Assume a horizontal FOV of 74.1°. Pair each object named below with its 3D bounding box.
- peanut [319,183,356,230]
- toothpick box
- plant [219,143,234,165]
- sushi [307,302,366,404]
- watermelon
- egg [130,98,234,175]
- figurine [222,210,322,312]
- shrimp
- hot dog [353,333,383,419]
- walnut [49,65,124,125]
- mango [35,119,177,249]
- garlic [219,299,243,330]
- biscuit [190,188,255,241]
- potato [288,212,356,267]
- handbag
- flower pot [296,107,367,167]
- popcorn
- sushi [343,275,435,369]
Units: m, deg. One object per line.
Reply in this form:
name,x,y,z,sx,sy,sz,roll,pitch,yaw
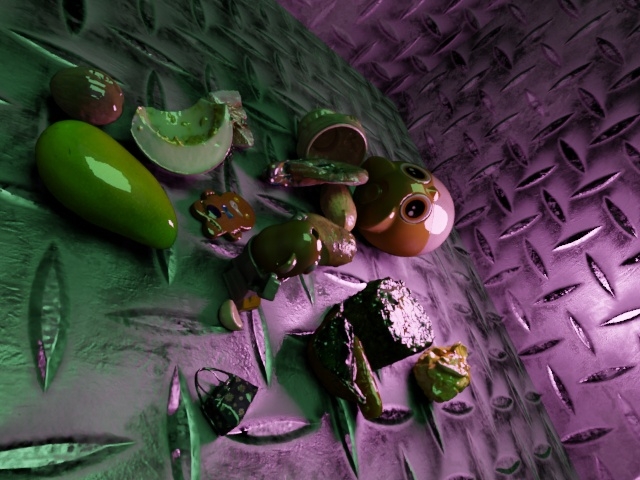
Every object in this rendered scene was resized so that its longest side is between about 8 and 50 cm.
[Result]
peanut,0.071,-0.134,1.690,0.148,0.147,0.318,36,23,-30
toothpick box,0.349,-0.141,1.845,0.426,0.409,0.408,21,43,-41
plant,-0.340,-0.311,1.366,0.143,0.092,0.094,48,22,0
sushi,0.041,0.322,1.205,0.149,0.140,0.287,33,35,-44
watermelon,-0.325,-0.426,1.517,0.154,0.094,0.241,-25,84,-52
egg,-0.386,-0.283,1.201,0.271,0.162,0.206,-21,104,-24
figurine,-0.116,0.047,1.119,0.167,0.285,0.342,29,37,-35
shrimp,-0.010,-0.249,1.614,0.446,0.109,0.221,-6,28,-30
hot dog,0.120,0.405,1.279,0.115,0.072,0.268,77,-6,-55
walnut,-0.566,-0.353,1.038,0.162,0.140,0.140,38,32,-43
mango,-0.453,-0.108,0.925,0.343,0.156,0.192,44,32,-20
garlic,-0.226,0.192,1.064,0.083,0.041,0.053,63,17,-2
biscuit,-0.280,-0.080,1.266,0.179,0.039,0.236,55,28,3
potato,0.000,0.000,1.485,0.298,0.141,0.176,22,40,-30
handbag,-0.214,0.327,0.911,0.139,0.072,0.115,46,32,-7
flower pot,0.033,-0.426,1.819,0.308,0.307,0.244,27,25,-39
popcorn,0.455,0.481,1.562,0.181,0.217,0.235,53,18,5
sushi,0.240,0.281,1.497,0.352,0.178,0.293,2,57,-56
